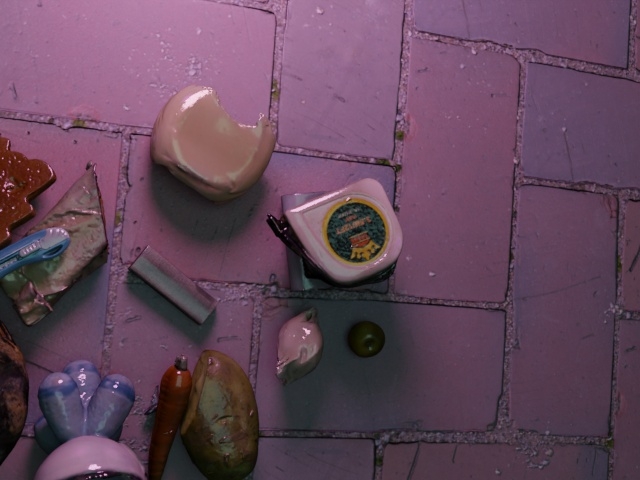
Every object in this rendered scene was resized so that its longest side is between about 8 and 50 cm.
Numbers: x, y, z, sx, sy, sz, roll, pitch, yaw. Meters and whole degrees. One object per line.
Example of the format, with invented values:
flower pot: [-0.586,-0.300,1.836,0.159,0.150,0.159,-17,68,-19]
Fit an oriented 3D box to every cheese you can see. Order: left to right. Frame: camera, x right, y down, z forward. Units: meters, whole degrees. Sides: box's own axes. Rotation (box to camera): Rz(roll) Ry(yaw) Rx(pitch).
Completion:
cheese: [-0.243,-0.216,1.858,0.266,0.127,0.233,37,77,-14]

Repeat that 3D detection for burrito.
burrito: [-0.543,0.013,1.764,0.175,0.107,0.348,45,75,-19]

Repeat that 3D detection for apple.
apple: [0.110,0.237,1.981,0.089,0.074,0.090,-3,108,-9]

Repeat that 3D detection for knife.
knife: [-0.613,0.037,1.679,0.222,0.031,0.064,-29,89,-14]

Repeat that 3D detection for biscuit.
biscuit: [-0.707,-0.081,1.706,0.278,0.043,0.302,13,66,-7]

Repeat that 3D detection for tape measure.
tape measure: [0.040,0.007,1.858,0.271,0.133,0.232,-21,86,-16]

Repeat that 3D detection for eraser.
eraser: [0.000,0.000,1.951,0.173,0.081,0.227,-5,90,-19]

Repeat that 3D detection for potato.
potato: [-0.225,0.389,1.835,0.176,0.141,0.298,-7,83,-31]

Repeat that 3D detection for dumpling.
dumpling: [-0.048,0.250,1.908,0.118,0.136,0.199,24,55,19]

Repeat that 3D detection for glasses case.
glasses case: [-0.328,0.101,1.858,0.205,0.047,0.071,41,76,-12]

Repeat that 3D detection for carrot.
carrot: [-0.339,0.405,1.817,0.069,0.069,0.336,13,100,-17]

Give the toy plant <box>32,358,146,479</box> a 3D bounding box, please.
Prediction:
toy plant: [-0.483,0.392,1.691,0.247,0.247,0.332,-5,50,-18]

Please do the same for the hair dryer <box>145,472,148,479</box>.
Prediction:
hair dryer: [-0.473,0.626,1.782,0.195,0.078,0.249,1,93,-16]

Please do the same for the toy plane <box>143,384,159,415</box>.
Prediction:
toy plane: [-0.356,0.364,1.845,0.083,0.031,0.079,-31,97,-17]

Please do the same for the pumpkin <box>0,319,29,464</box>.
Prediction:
pumpkin: [-0.775,0.296,1.549,0.454,0.344,0.455,1,85,-15]
